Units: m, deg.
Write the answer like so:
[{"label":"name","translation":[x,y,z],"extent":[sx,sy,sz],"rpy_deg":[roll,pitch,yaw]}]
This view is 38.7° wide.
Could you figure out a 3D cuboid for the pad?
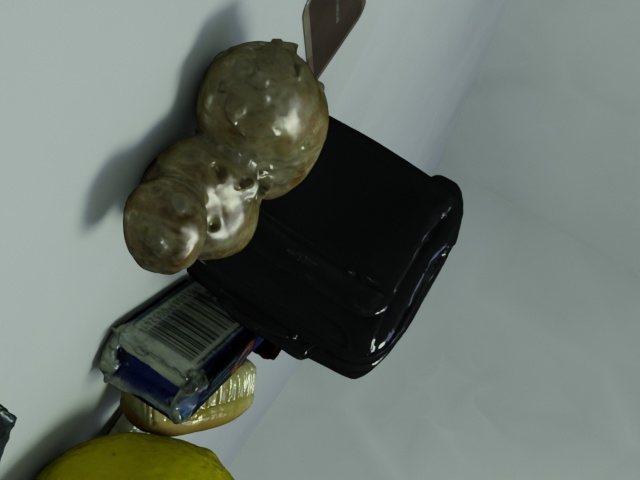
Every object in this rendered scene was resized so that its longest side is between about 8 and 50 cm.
[{"label":"pad","translation":[0.026,-0.353,1.387],"extent":[0.176,0.002,0.266],"rpy_deg":[-57,170,-12]}]

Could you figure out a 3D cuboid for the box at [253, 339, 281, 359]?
[{"label":"box","translation":[-0.038,0.034,1.908],"extent":[0.415,0.116,0.264],"rpy_deg":[-56,171,-18]}]

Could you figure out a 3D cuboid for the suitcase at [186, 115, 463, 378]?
[{"label":"suitcase","translation":[0.000,0.000,1.328],"extent":[0.339,0.345,0.188],"rpy_deg":[-56,175,-19]}]

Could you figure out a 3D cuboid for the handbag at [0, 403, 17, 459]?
[{"label":"handbag","translation":[-0.396,0.237,0.856],"extent":[0.175,0.089,0.270],"rpy_deg":[-25,146,-60]}]

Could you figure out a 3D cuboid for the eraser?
[{"label":"eraser","translation":[-0.190,0.144,1.382],"extent":[0.101,0.155,0.332],"rpy_deg":[-62,171,23]}]

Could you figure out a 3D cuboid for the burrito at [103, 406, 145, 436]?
[{"label":"burrito","translation":[-0.309,0.301,1.516],"extent":[0.226,0.060,0.087],"rpy_deg":[-55,165,-28]}]

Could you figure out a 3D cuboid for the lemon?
[{"label":"lemon","translation":[-0.271,0.440,1.305],"extent":[0.350,0.350,0.387],"rpy_deg":[-62,-173,18]}]

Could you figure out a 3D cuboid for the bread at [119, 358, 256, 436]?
[{"label":"bread","translation":[-0.211,0.244,1.456],"extent":[0.236,0.140,0.106],"rpy_deg":[-3,101,-50]}]

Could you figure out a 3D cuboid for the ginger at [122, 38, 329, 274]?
[{"label":"ginger","translation":[-0.113,-0.079,1.069],"extent":[0.304,0.155,0.244],"rpy_deg":[-57,172,-16]}]
